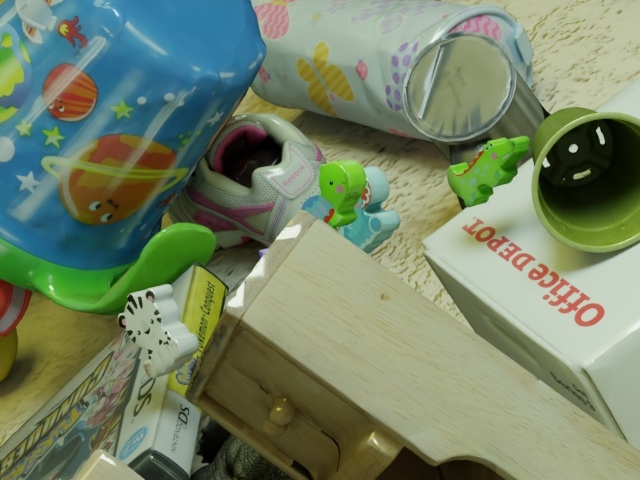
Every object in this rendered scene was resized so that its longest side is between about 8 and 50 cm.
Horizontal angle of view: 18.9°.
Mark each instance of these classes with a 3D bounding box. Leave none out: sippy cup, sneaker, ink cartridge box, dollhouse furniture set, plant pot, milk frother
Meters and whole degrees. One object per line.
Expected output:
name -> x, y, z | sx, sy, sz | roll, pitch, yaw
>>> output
sippy cup -> -0.166, -0.114, 1.408 | 0.224, 0.305, 0.240 | -44, 2, 32
sneaker -> -0.059, -0.056, 1.525 | 0.103, 0.111, 0.252 | -45, 33, -21
ink cartridge box -> 0.238, -0.007, 1.184 | 0.289, 0.121, 0.211 | -37, 31, -7
dollhouse furniture set -> -0.030, 0.228, 0.935 | 0.394, 0.256, 0.362 | -53, -3, -24
plant pot -> 0.156, -0.045, 1.126 | 0.083, 0.083, 0.079 | -29, 20, 4
milk frother -> 0.152, -0.078, 1.348 | 0.143, 0.135, 0.129 | -27, 62, 13

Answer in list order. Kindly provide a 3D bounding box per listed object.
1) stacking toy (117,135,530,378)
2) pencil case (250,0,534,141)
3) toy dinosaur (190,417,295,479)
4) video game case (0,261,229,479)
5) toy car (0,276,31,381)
stacking toy -> 0.000, 0.000, 1.145 | 0.167, 0.052, 0.221 | -14, -20, -48
pencil case -> 0.049, -0.149, 1.563 | 0.124, 0.113, 0.273 | -25, 25, -28
toy dinosaur -> -0.063, 0.186, 1.209 | 0.313, 0.121, 0.160 | -59, 13, -23
video game case -> -0.174, 0.163, 1.273 | 0.275, 0.035, 0.248 | -42, 18, 21
toy car -> -0.234, 0.011, 1.521 | 0.239, 0.053, 0.225 | 122, 171, -64
